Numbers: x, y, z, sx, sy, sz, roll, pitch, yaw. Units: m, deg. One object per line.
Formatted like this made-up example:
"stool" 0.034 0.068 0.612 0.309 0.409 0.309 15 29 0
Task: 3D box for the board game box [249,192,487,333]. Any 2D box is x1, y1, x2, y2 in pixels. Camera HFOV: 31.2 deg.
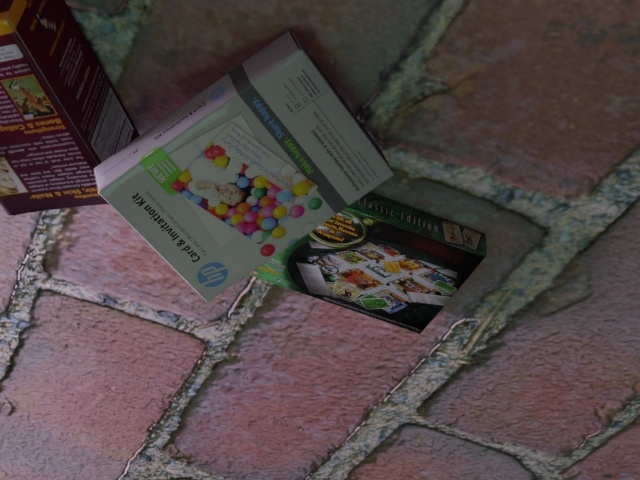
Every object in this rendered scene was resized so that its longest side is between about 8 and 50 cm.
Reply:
"board game box" 0.000 0.000 1.008 0.260 0.030 0.136 20 142 -12

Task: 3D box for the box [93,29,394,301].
"box" -0.057 -0.053 0.888 0.186 0.038 0.145 -33 129 8

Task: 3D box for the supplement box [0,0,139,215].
"supplement box" -0.227 -0.112 0.876 0.104 0.080 0.188 -6 138 17
